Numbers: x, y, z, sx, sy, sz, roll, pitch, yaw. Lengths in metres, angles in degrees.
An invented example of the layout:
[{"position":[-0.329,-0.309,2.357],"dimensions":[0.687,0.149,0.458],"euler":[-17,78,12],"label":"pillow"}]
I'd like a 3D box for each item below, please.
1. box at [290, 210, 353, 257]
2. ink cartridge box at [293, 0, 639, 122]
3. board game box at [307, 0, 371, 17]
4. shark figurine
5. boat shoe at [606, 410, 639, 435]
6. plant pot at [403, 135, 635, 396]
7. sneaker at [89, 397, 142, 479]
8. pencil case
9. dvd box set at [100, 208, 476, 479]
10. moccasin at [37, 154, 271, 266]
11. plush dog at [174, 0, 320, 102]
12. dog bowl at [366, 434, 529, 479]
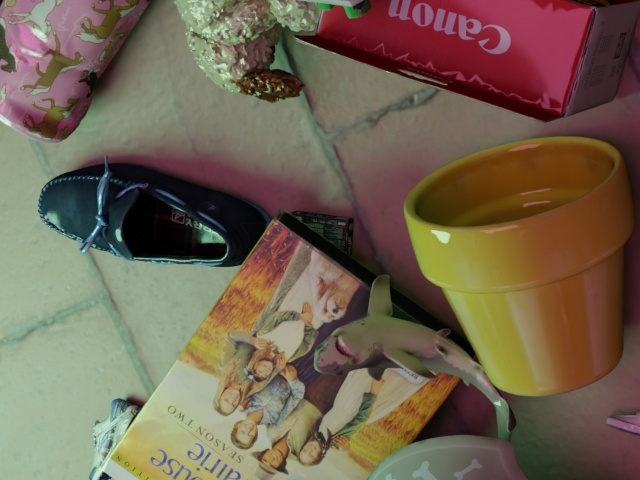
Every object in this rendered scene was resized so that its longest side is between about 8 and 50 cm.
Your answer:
[{"position":[0.000,0.000,2.020],"dimensions":[0.083,0.018,0.067],"euler":[7,104,24],"label":"box"},{"position":[0.166,-0.245,1.750],"dimensions":[0.309,0.272,0.130],"euler":[20,108,20],"label":"ink cartridge box"},{"position":[-0.073,-0.433,1.775],"dimensions":[0.389,0.050,0.390],"euler":[10,66,20],"label":"board game box"},{"position":[0.114,0.156,1.881],"dimensions":[0.278,0.166,0.116],"euler":[24,134,-14],"label":"shark figurine"},{"position":[0.392,0.216,1.876],"dimensions":[0.100,0.035,0.035],"euler":[9,77,27],"label":"boat shoe"},{"position":[0.243,0.037,1.802],"dimensions":[0.254,0.254,0.239],"euler":[-4,115,26],"label":"plant pot"},{"position":[-0.293,0.279,2.206],"dimensions":[0.058,0.052,0.135],"euler":[36,106,25],"label":"sneaker"},{"position":[-0.305,-0.310,2.022],"dimensions":[0.167,0.160,0.386],"euler":[42,114,10],"label":"pencil case"},{"position":[-0.045,0.214,1.992],"dimensions":[0.307,0.062,0.420],"euler":[36,108,1],"label":"dvd box set"},{"position":[-0.234,-0.038,2.068],"dimensions":[0.342,0.117,0.138],"euler":[5,103,24],"label":"moccasin"},{"position":[-0.109,-0.278,1.896],"dimensions":[0.262,0.210,0.225],"euler":[-119,17,-45],"label":"plush dog"},{"position":[0.200,0.394,1.884],"dimensions":[0.348,0.102,0.349],"euler":[11,131,14],"label":"dog bowl"}]
